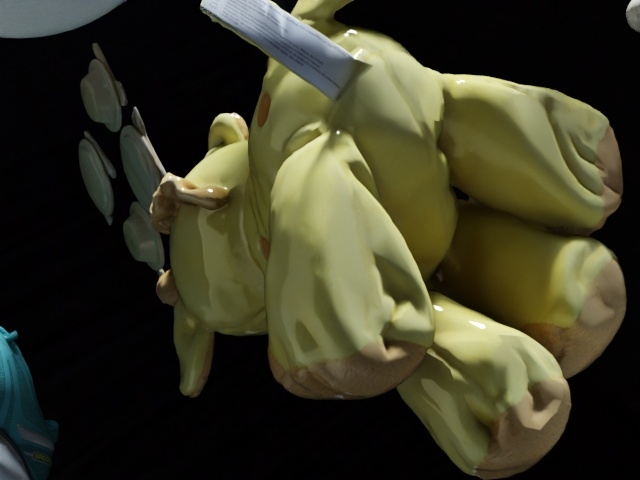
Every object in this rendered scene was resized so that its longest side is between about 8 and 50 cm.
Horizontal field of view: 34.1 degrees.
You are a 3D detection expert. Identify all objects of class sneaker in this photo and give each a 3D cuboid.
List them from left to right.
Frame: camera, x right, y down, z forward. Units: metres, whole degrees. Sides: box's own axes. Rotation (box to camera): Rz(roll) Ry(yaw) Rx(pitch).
[{"bbox_3d":[-0.266,0.091,0.726,0.107,0.110,0.275,-3,-48,18],"label":"sneaker"}]

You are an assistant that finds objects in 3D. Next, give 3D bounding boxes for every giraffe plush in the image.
[{"bbox_3d":[0.000,0.000,0.445,0.210,0.181,0.170,44,-35,-11],"label":"giraffe plush"}]

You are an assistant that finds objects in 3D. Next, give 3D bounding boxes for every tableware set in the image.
[{"bbox_3d":[-0.147,-0.052,0.778,0.141,0.020,0.169,55,-29,26],"label":"tableware set"}]

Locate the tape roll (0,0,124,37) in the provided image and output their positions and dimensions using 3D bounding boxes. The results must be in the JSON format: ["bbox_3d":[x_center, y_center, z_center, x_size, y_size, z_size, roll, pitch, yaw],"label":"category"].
[{"bbox_3d":[-0.272,-0.361,0.865,0.392,0.072,0.392,6,-63,12],"label":"tape roll"}]

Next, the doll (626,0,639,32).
[{"bbox_3d":[0.325,-0.195,0.945,0.189,0.046,0.129,-118,-163,-69],"label":"doll"}]
